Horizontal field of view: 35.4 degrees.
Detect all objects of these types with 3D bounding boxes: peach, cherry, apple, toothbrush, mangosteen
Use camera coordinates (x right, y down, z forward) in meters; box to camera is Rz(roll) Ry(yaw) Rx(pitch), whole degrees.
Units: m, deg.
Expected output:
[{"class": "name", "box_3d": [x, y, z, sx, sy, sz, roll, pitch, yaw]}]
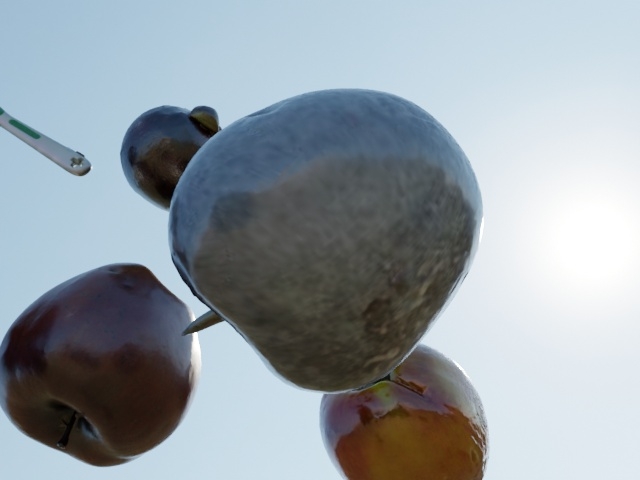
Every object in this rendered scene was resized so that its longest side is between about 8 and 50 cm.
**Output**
[{"class": "peach", "box_3d": [0.130, 0.280, 1.461, 0.238, 0.281, 0.281, -47, -27, -24]}, {"class": "cherry", "box_3d": [0.000, 0.000, 0.862, 0.296, 0.218, 0.255, -40, -75, 0]}, {"class": "apple", "box_3d": [-0.245, 0.143, 1.149, 0.234, 0.234, 0.234, -11, -36, -8]}, {"class": "toothbrush", "box_3d": [-0.499, -0.188, 1.515, 0.042, 0.418, 0.040, -44, -27, -34]}, {"class": "mangosteen", "box_3d": [-0.175, -0.109, 1.276, 0.153, 0.152, 0.152, -11, -36, -8]}]
